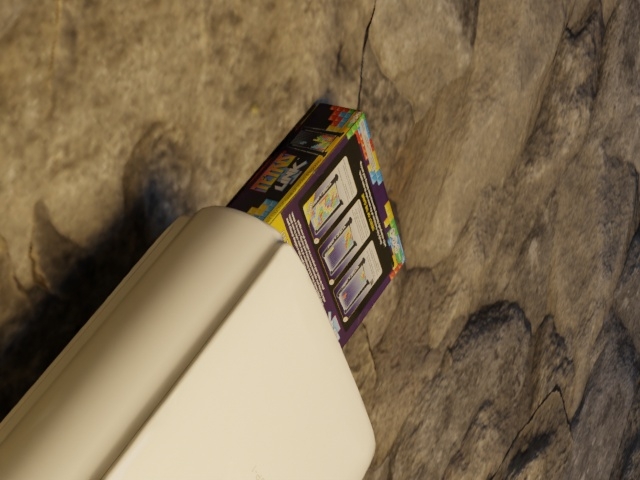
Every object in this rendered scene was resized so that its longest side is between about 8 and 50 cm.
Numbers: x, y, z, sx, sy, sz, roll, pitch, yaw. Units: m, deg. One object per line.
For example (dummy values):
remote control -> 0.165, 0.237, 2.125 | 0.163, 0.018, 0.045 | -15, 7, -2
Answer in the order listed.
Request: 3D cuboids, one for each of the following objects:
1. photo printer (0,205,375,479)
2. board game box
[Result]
photo printer -> -0.098, 0.169, 0.646 | 0.307, 0.107, 0.256 | -53, 141, -30
board game box -> 0.000, 0.000, 0.842 | 0.141, 0.048, 0.170 | -50, 140, -30
